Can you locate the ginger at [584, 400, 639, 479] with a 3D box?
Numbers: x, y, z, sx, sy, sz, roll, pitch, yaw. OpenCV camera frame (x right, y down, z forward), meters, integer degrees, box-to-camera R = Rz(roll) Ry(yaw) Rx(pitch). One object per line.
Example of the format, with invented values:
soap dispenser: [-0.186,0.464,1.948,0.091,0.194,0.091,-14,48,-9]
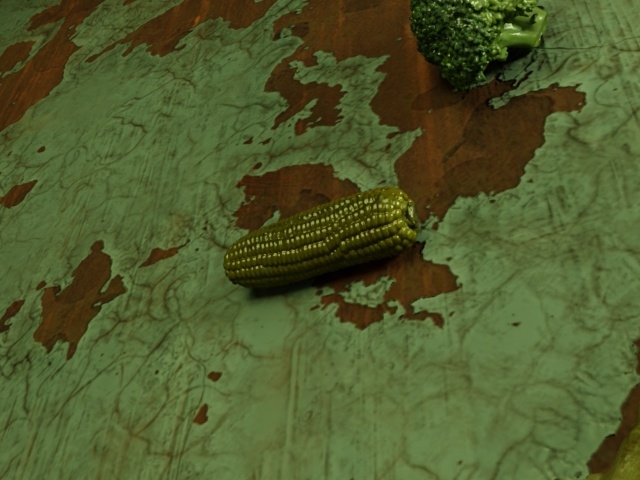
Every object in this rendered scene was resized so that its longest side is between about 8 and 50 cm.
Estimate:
ginger: [0.285,0.116,0.660,0.299,0.065,0.118,-48,25,-22]

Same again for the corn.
corn: [0.000,0.000,1.003,0.231,0.080,0.080,-17,39,24]

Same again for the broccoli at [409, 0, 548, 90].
broccoli: [0.197,-0.297,1.130,0.176,0.226,0.198,42,120,19]
